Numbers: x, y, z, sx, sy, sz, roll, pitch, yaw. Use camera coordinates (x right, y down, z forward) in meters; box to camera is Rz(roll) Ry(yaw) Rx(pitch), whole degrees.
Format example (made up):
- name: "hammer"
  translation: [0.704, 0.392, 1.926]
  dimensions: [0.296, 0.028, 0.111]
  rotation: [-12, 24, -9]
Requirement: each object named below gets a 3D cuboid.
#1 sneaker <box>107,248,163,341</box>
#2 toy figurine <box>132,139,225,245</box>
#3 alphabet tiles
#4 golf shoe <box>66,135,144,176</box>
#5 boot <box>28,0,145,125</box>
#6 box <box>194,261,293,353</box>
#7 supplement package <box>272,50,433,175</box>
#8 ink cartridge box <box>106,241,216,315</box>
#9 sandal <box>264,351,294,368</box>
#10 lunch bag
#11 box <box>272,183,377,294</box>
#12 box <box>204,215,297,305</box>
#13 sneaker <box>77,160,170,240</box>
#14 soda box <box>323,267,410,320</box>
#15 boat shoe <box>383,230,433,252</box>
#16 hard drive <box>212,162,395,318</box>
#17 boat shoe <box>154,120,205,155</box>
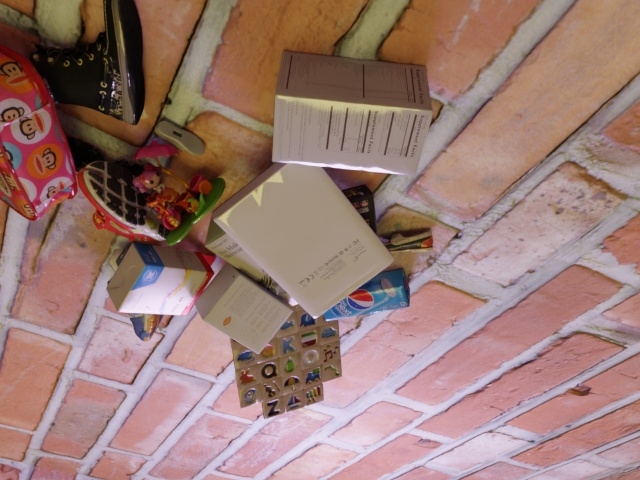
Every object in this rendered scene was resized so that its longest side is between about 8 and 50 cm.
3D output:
- name: "sneaker"
  translation: [-0.451, 0.127, 1.410]
  dimensions: [0.130, 0.112, 0.297]
  rotation: [15, 129, 0]
- name: "toy figurine"
  translation: [-0.292, -0.106, 1.085]
  dimensions: [0.130, 0.173, 0.159]
  rotation: [-1, 140, 50]
- name: "alphabet tiles"
  translation: [-0.080, 0.286, 1.449]
  dimensions: [0.284, 0.011, 0.343]
  rotation: [-13, 113, -21]
- name: "golf shoe"
  translation: [-0.449, -0.131, 1.126]
  dimensions: [0.198, 0.077, 0.094]
  rotation: [26, 134, -21]
- name: "boot"
  translation: [-0.383, -0.299, 0.925]
  dimensions: [0.178, 0.085, 0.237]
  rotation: [10, 139, -3]
- name: "box"
  translation: [-0.174, 0.151, 1.297]
  dimensions: [0.170, 0.091, 0.130]
  rotation: [40, 89, -31]
- name: "supplement package"
  translation: [0.049, -0.209, 0.951]
  dimensions: [0.243, 0.139, 0.134]
  rotation: [6, 137, -2]
- name: "ink cartridge box"
  translation: [-0.333, 0.091, 1.271]
  dimensions: [0.231, 0.078, 0.134]
  rotation: [12, 119, -50]
- name: "sandal"
  translation: [-0.131, 0.238, 1.472]
  dimensions: [0.126, 0.138, 0.317]
  rotation: [-18, 132, 32]
- name: "lunch bag"
  translation: [-0.555, -0.198, 0.977]
  dimensions: [0.258, 0.120, 0.293]
  rotation: [30, 140, 21]
- name: "box"
  translation: [0.000, 0.000, 1.172]
  dimensions: [0.230, 0.056, 0.183]
  rotation: [-13, 123, -8]
- name: "box"
  translation: [-0.113, 0.029, 1.266]
  dimensions: [0.113, 0.094, 0.275]
  rotation: [-31, 129, 31]
- name: "sneaker"
  translation: [-0.388, -0.054, 1.093]
  dimensions: [0.118, 0.108, 0.279]
  rotation: [-9, 158, 8]
- name: "soda box"
  translation: [0.105, 0.130, 1.371]
  dimensions: [0.209, 0.071, 0.067]
  rotation: [-12, 121, 17]
- name: "boat shoe"
  translation: [0.179, 0.004, 1.257]
  dimensions: [0.136, 0.049, 0.043]
  rotation: [-4, 96, 12]
- name: "hard drive"
  translation: [-0.023, -0.006, 1.101]
  dimensions: [0.210, 0.040, 0.319]
  rotation: [-37, 124, 7]
- name: "boat shoe"
  translation: [-0.266, -0.190, 1.082]
  dimensions: [0.100, 0.035, 0.035]
  rotation: [26, 161, -29]
